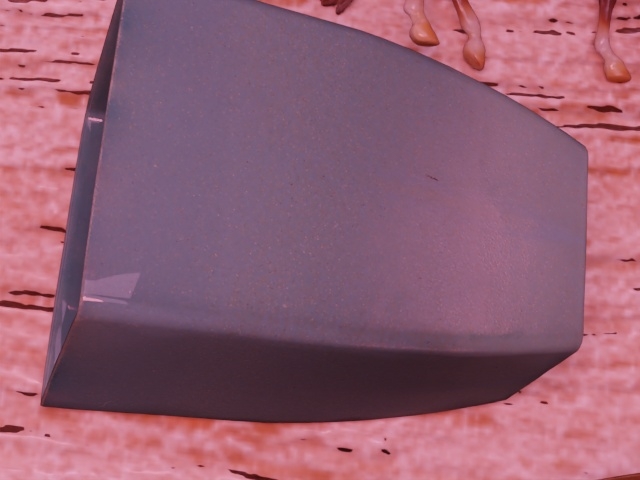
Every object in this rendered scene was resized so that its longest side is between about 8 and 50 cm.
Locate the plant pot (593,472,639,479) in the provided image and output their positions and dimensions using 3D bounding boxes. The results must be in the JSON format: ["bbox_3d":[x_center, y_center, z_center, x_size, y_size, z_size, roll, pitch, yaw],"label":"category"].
[{"bbox_3d":[0.084,0.251,0.674,0.237,0.237,0.254,-17,85,-14],"label":"plant pot"}]

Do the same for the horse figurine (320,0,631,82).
[{"bbox_3d":[0.125,-0.179,0.912,0.263,0.066,0.174,2,75,-10],"label":"horse figurine"}]

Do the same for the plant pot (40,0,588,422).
[{"bbox_3d":[0.000,0.000,0.782,0.234,0.166,0.165,10,68,-12],"label":"plant pot"}]
